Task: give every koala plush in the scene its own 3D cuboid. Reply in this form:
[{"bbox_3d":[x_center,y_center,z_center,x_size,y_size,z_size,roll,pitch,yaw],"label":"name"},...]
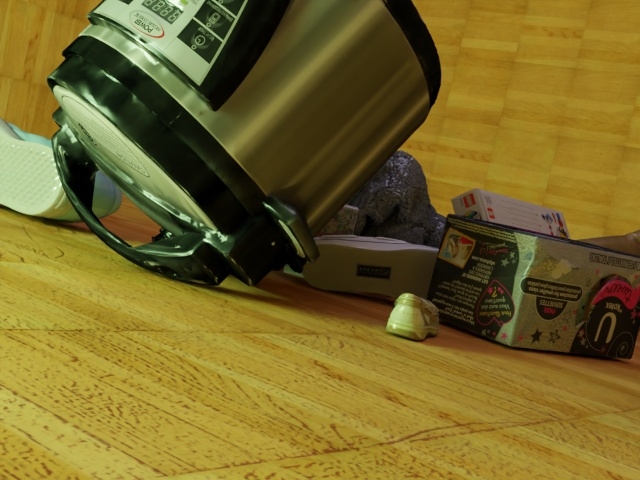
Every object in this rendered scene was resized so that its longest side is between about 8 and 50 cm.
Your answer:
[{"bbox_3d":[0.143,-0.004,1.438,0.221,0.203,0.196,35,32,-7],"label":"koala plush"}]

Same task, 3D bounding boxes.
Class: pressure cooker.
[{"bbox_3d":[-0.108,-0.148,1.131,0.375,0.420,0.370,46,-11,-12],"label":"pressure cooker"}]

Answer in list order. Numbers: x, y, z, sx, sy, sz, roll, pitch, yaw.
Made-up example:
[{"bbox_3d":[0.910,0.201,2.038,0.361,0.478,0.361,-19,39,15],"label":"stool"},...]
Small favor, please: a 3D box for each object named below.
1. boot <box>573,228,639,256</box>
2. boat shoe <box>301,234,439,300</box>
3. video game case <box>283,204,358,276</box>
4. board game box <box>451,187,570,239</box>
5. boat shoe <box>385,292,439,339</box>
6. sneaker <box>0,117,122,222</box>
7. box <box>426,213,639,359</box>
[{"bbox_3d":[0.563,0.096,1.835,0.269,0.236,0.089,-14,5,-24],"label":"boot"},{"bbox_3d":[0.098,0.033,1.320,0.258,0.095,0.084,14,18,-7],"label":"boat shoe"},{"bbox_3d":[0.000,0.000,1.361,0.087,0.122,0.011,14,22,5],"label":"video game case"},{"bbox_3d":[0.324,0.033,1.494,0.053,0.193,0.305,-24,-20,33],"label":"board game box"},{"bbox_3d":[0.106,0.079,1.071,0.056,0.048,0.153,14,4,16],"label":"boat shoe"},{"bbox_3d":[-0.437,-0.098,1.430,0.366,0.135,0.150,27,4,39],"label":"sneaker"},{"bbox_3d":[0.287,0.064,1.238,0.247,0.142,0.163,9,6,-37],"label":"box"}]
